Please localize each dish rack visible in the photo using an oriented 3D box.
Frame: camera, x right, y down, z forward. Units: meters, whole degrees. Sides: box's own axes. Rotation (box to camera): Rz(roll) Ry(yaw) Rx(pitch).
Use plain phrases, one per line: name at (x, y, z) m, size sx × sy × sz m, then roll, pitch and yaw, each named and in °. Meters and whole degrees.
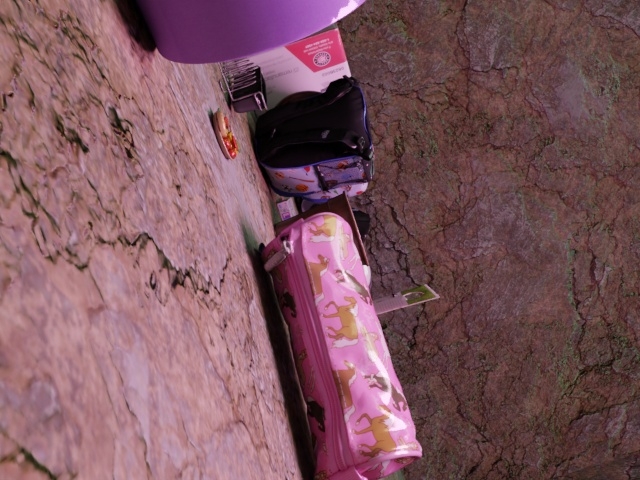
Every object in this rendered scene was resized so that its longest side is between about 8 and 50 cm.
dish rack at (-0.180, -0.391, 1.181) m, size 0.208 × 0.074 × 0.272 m, roll -104°, pitch 175°, yaw -60°

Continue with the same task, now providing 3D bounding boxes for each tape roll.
tape roll at (-0.075, -0.306, 0.694) m, size 0.275 × 0.274 × 0.090 m, roll -104°, pitch 174°, yaw -52°

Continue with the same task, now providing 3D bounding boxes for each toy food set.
toy food set at (-0.148, -0.166, 0.959) m, size 0.082 × 0.020 × 0.083 m, roll -99°, pitch 170°, yaw -71°

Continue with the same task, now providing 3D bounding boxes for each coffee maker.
coffee maker at (0.063, -0.025, 1.632) m, size 0.171 × 0.120 × 0.178 m, roll 46°, pitch 20°, yaw 18°

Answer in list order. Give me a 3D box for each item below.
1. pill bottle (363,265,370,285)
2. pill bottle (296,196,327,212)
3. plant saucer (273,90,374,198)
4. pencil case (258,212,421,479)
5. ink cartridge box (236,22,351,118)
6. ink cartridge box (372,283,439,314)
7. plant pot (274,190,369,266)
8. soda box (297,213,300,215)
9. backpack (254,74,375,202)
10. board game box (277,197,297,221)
pill bottle at (0.064, 0.103, 1.771) m, size 0.301 × 0.169 × 0.169 m, roll 57°, pitch 15°, yaw -80°
pill bottle at (-0.024, -0.150, 2.094) m, size 0.219 × 0.122 × 0.123 m, roll -98°, pitch 170°, yaw -69°
plant saucer at (0.003, -0.249, 1.601) m, size 0.050 × 0.310 × 0.311 m, roll -52°, pitch 131°, yaw -47°
pencil case at (0.022, 0.156, 0.887) m, size 0.160 × 0.167 × 0.386 m, roll -53°, pitch -132°, yaw 53°
ink cartridge box at (-0.040, -0.388, 1.696) m, size 0.160 × 0.279 × 0.385 m, roll -102°, pitch 174°, yaw -53°
ink cartridge box at (0.090, 0.167, 1.083) m, size 0.189 × 0.255 × 0.097 m, roll -27°, pitch 99°, yaw -86°
plant pot at (0.000, 0.000, 1.286) m, size 0.167 × 0.165 × 0.167 m, roll -18°, pitch 90°, yaw -86°
soda box at (-0.038, -0.040, 1.759) m, size 0.183 × 0.062 × 0.058 m, roll -92°, pitch 162°, yaw -79°
backpack at (-0.013, -0.216, 1.406) m, size 0.213 × 0.263 × 0.277 m, roll 79°, pitch 6°, yaw -48°
board game box at (-0.074, -0.051, 1.527) m, size 0.154 × 0.026 × 0.104 m, roll -82°, pitch 154°, yaw -83°
